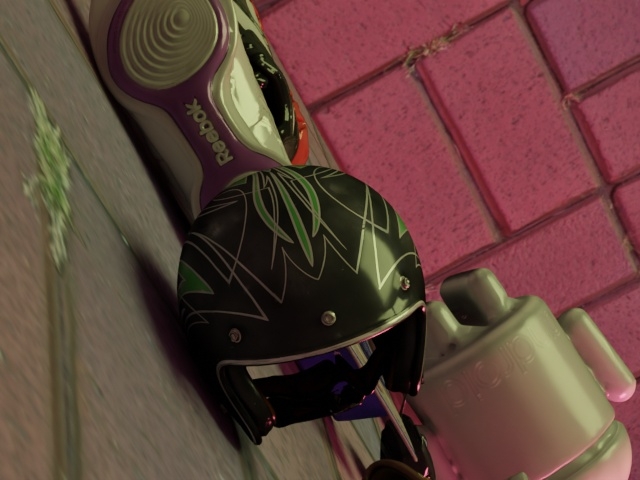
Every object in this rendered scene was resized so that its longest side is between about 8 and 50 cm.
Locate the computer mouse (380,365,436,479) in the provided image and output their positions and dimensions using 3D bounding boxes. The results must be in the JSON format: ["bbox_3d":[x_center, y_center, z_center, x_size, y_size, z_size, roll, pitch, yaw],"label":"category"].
[{"bbox_3d":[0.086,0.155,1.689,0.071,0.041,0.242,-117,-155,-55],"label":"computer mouse"}]

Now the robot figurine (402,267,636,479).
[{"bbox_3d":[0.229,0.206,2.189,0.353,0.300,0.200,56,-14,-4],"label":"robot figurine"}]

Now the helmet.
[{"bbox_3d":[-0.012,0.033,1.160,0.169,0.169,0.161,-113,-170,-45],"label":"helmet"}]

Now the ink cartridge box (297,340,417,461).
[{"bbox_3d":[-0.019,0.034,1.702,0.176,0.069,0.371,60,3,-43],"label":"ink cartridge box"}]

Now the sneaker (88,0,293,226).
[{"bbox_3d":[-0.096,-0.088,1.432,0.152,0.114,0.305,119,-52,-79],"label":"sneaker"}]

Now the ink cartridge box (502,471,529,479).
[{"bbox_3d":[0.217,0.385,1.943,0.211,0.121,0.289,62,5,-4],"label":"ink cartridge box"}]

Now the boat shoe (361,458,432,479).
[{"bbox_3d":[0.105,0.273,1.420,0.123,0.123,0.342,51,6,-27],"label":"boat shoe"}]

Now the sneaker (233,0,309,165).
[{"bbox_3d":[-0.097,-0.188,1.900,0.276,0.098,0.135,64,2,4],"label":"sneaker"}]

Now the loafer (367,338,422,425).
[{"bbox_3d":[0.147,0.198,2.330,0.319,0.111,0.112,61,5,-20],"label":"loafer"}]
